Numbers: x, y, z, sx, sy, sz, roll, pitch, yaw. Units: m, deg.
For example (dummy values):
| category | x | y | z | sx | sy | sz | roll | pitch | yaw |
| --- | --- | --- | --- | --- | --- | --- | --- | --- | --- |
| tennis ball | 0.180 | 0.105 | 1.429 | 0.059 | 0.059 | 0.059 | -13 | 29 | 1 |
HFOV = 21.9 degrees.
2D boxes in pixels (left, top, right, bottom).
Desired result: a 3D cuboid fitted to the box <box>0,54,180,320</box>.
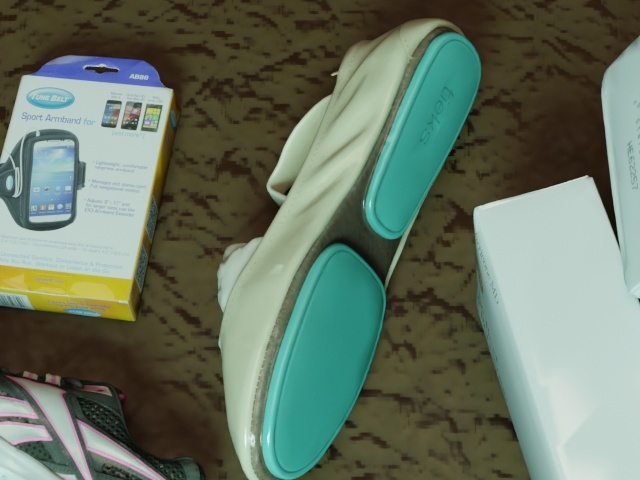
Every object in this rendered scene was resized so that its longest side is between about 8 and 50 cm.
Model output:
| category | x | y | z | sx | sy | sz | roll | pitch | yaw |
| --- | --- | --- | --- | --- | --- | --- | --- | --- | --- |
| box | -0.120 | -0.029 | 0.830 | 0.081 | 0.028 | 0.136 | 6 | 63 | 7 |

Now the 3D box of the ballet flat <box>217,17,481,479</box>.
| category | x | y | z | sx | sy | sz | roll | pitch | yaw |
| --- | --- | --- | --- | --- | --- | --- | --- | --- | --- |
| ballet flat | 0.000 | 0.000 | 0.787 | 0.086 | 0.086 | 0.248 | 21 | 66 | 14 |

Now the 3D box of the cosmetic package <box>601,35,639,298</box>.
| category | x | y | z | sx | sy | sz | roll | pitch | yaw |
| --- | --- | --- | --- | --- | --- | --- | --- | --- | --- |
| cosmetic package | 0.245 | -0.025 | 0.721 | 0.231 | 0.085 | 0.117 | 11 | 62 | -22 |

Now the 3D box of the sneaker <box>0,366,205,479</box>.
| category | x | y | z | sx | sy | sz | roll | pitch | yaw |
| --- | --- | --- | --- | --- | --- | --- | --- | --- | --- |
| sneaker | -0.128 | 0.090 | 0.760 | 0.178 | 0.072 | 0.077 | 37 | 60 | 11 |

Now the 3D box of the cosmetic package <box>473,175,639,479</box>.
| category | x | y | z | sx | sy | sz | roll | pitch | yaw |
| --- | --- | --- | --- | --- | --- | --- | --- | --- | --- |
| cosmetic package | 0.124 | 0.102 | 0.709 | 0.060 | 0.099 | 0.239 | -14 | 64 | -3 |
